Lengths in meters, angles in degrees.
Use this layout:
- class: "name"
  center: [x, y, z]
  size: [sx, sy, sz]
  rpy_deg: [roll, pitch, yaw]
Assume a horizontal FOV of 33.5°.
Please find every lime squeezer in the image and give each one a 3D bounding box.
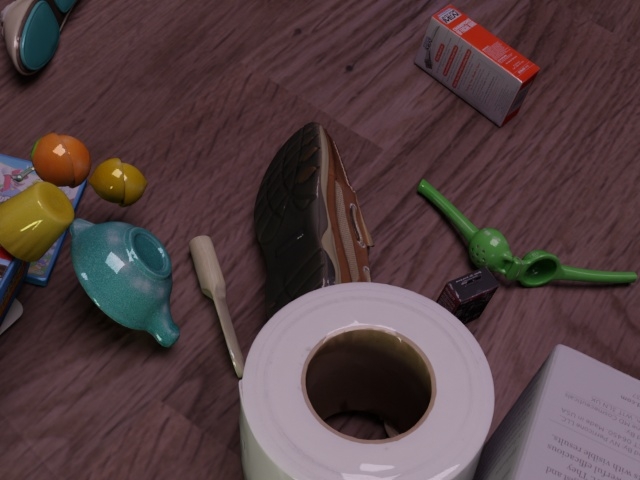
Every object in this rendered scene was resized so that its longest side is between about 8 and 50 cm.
- class: "lime squeezer"
  center: [0.256, 0.018, 1.373]
  size: [0.310, 0.059, 0.110]
  rpy_deg: [23, 20, 6]

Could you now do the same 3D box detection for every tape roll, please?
- class: "tape roll"
  center: [0.043, 0.187, 1.072]
  size: [0.246, 0.169, 0.246]
  rpy_deg: [2, 51, -2]

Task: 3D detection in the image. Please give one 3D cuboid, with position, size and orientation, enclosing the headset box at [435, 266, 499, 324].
- class: "headset box"
  center: [0.173, 0.070, 1.278]
  size: [0.062, 0.083, 0.032]
  rpy_deg: [-21, 61, -27]

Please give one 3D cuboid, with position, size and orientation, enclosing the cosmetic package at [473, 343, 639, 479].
- class: "cosmetic package"
  center: [0.193, 0.348, 0.971]
  size: [0.161, 0.230, 0.453]
  rpy_deg: [25, 51, 5]

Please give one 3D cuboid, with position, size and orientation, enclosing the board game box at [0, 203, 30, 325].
- class: "board game box"
  center: [-0.463, 0.036, 1.025]
  size: [0.308, 0.086, 0.302]
  rpy_deg: [15, 26, -7]

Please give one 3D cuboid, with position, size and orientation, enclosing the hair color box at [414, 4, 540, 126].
- class: "hair color box"
  center: [0.225, -0.254, 1.541]
  size: [0.167, 0.093, 0.053]
  rpy_deg: [39, 52, 16]

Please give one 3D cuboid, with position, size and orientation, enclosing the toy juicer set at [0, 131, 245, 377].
- class: "toy juicer set"
  center: [-0.218, 0.013, 1.194]
  size: [0.329, 0.089, 0.209]
  rpy_deg: [41, 25, -32]

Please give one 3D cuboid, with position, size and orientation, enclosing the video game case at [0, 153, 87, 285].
- class: "video game case"
  center: [-0.358, -0.028, 1.259]
  size: [0.119, 0.015, 0.166]
  rpy_deg: [14, 50, -4]

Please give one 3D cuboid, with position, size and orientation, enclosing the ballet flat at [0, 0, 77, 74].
- class: "ballet flat"
  center: [-0.386, -0.311, 1.444]
  size: [0.086, 0.086, 0.248]
  rpy_deg: [18, 49, 0]

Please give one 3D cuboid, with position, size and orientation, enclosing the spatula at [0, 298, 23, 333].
- class: "spatula"
  center: [-0.457, 0.095, 1.123]
  size: [0.168, 0.019, 0.242]
  rpy_deg: [41, 54, 8]

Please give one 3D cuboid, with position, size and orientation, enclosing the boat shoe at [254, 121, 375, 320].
- class: "boat shoe"
  center: [0.000, 0.000, 1.282]
  size: [0.120, 0.122, 0.324]
  rpy_deg: [32, 39, -33]

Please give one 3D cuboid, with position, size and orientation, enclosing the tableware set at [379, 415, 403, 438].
- class: "tableware set"
  center: [0.109, 0.165, 1.229]
  size: [0.141, 0.020, 0.169]
  rpy_deg: [-19, 60, -27]
